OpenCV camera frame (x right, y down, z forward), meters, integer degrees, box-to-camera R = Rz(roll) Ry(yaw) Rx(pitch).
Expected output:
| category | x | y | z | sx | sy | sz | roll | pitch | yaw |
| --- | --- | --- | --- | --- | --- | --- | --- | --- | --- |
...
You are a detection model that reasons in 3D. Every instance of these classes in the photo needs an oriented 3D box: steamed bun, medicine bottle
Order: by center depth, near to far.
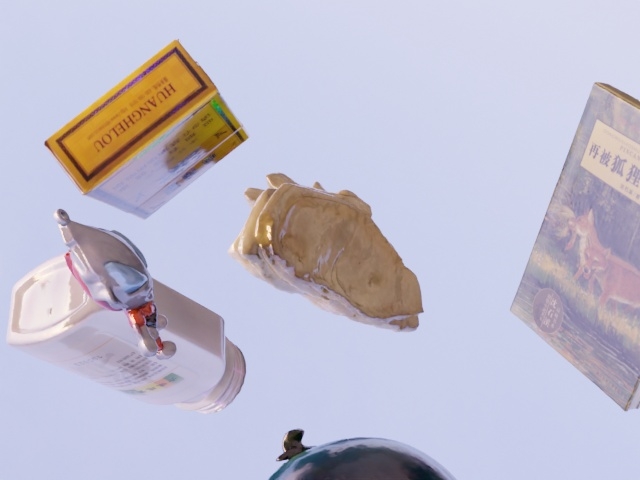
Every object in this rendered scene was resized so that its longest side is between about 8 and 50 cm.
| category | x | y | z | sx | sy | sz | roll | pitch | yaw |
| --- | --- | --- | --- | --- | --- | --- | --- | --- | --- |
| medicine bottle | -0.232 | 0.130 | 1.307 | 0.324 | 0.179 | 0.124 | 38 | -141 | -47 |
| steamed bun | 0.000 | 0.000 | 1.759 | 0.428 | 0.189 | 0.247 | 26 | -106 | -43 |

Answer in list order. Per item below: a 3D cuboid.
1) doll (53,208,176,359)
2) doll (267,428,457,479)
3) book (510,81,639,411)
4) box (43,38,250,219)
| category | x | y | z | sx | sy | sz | roll | pitch | yaw |
| --- | --- | --- | --- | --- | --- | --- | --- | --- | --- |
| doll | -0.116 | 0.023 | 0.580 | 0.114 | 0.039 | 0.057 | 60 | -145 | -38 |
| doll | 0.054 | 0.281 | 0.755 | 0.322 | 0.199 | 0.186 | 54 | -174 | 23 |
| book | 0.244 | 0.004 | 0.836 | 0.024 | 0.228 | 0.160 | -2 | -150 | -31 |
| box | -0.202 | -0.126 | 1.260 | 0.084 | 0.193 | 0.301 | 53 | 180 | 5 |
